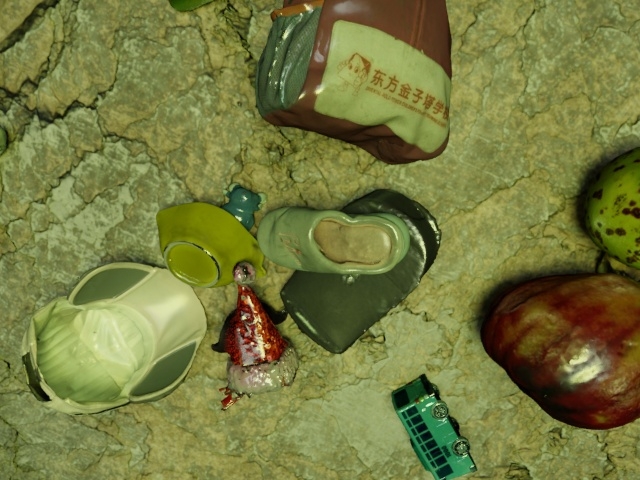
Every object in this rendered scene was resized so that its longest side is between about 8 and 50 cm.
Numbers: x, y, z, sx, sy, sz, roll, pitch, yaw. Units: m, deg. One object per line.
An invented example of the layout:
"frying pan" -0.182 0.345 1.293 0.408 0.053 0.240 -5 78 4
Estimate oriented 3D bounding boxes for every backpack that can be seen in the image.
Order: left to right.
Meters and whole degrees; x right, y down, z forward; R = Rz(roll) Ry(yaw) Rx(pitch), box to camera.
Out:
"backpack" 0.063 -0.288 0.563 0.283 0.197 0.318 9 89 -37

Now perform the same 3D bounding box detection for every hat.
"hat" -0.335 0.162 0.686 0.275 0.161 0.232 -32 94 -17
"hat" -0.117 0.144 0.662 0.140 0.129 0.228 -12 105 -5

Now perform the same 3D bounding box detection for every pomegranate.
"pomegranate" 0.504 -0.023 0.597 0.198 0.198 0.246 -22 109 5

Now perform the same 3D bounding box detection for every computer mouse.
"computer mouse" 0.065 0.048 0.673 0.168 0.087 0.295 46 110 13

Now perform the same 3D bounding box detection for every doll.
"doll" -0.141 -0.054 0.690 0.076 0.050 0.083 25 100 4

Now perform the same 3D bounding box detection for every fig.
"fig" 0.378 0.150 0.596 0.262 0.224 0.224 -8 97 15

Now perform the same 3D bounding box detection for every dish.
"dish" -0.191 0.025 0.663 0.207 0.080 0.149 29 123 -5

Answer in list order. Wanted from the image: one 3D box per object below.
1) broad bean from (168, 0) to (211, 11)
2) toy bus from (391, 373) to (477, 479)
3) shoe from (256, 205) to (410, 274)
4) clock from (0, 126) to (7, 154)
"broad bean" -0.092 -0.387 0.641 0.291 0.049 0.144 22 103 -2
"toy bus" 0.196 0.331 0.709 0.091 0.079 0.160 -30 94 6
"shoe" 0.000 0.000 0.597 0.250 0.100 0.103 1 95 25
"clock" -0.644 -0.218 0.648 0.199 0.146 0.243 -35 102 11
